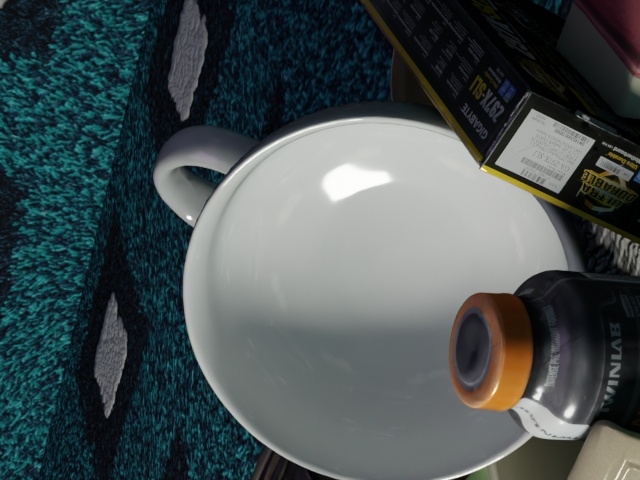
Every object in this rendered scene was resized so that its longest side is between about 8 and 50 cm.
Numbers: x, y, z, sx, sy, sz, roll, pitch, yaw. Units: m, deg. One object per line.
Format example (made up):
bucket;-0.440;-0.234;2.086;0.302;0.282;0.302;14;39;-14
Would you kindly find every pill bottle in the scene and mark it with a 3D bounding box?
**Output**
pill bottle;0.225;0.091;1.218;0.130;0.246;0.130;-176;90;-69

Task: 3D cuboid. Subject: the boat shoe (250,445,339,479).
boat shoe;-0.005;0.287;1.920;0.130;0.132;0.355;-148;63;-66

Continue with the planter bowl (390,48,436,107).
planter bowl;0.155;-0.179;1.644;0.162;0.109;0.162;-175;90;-69

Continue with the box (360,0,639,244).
box;0.192;-0.121;1.325;0.079;0.257;0.322;-58;31;21

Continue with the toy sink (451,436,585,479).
toy sink;0.165;0.170;1.509;0.153;0.131;0.234;124;145;-50

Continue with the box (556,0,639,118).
box;0.303;-0.215;1.220;0.127;0.149;0.232;-118;37;-53

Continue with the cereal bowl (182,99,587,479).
cereal bowl;0.061;0.035;1.366;0.141;0.339;0.338;-61;-14;-69

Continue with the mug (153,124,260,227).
mug;0.000;0.000;1.622;0.276;0.374;0.328;-63;11;-18

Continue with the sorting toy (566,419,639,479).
sorting toy;0.270;0.229;1.195;0.047;0.196;0.347;-65;-5;-59
